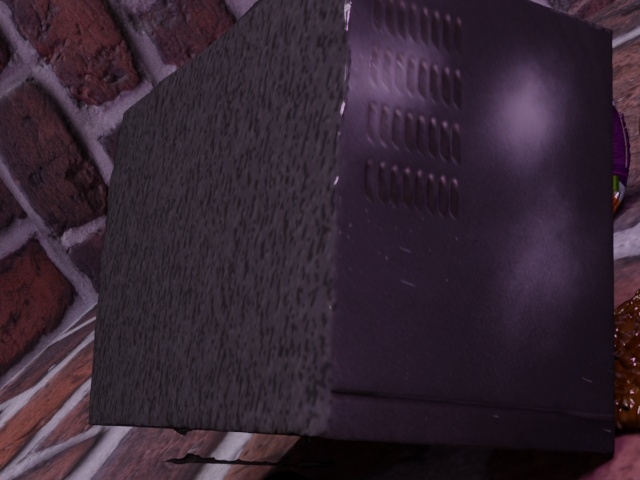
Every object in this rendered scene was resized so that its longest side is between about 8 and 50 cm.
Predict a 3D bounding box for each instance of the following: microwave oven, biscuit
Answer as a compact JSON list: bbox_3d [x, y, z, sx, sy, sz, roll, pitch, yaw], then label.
[{"bbox_3d":[0.000,0.000,0.779,0.236,0.374,0.432,11,-14,-29],"label":"microwave oven"},{"bbox_3d":[0.239,0.080,0.698,0.126,0.025,0.206,-29,11,26],"label":"biscuit"}]

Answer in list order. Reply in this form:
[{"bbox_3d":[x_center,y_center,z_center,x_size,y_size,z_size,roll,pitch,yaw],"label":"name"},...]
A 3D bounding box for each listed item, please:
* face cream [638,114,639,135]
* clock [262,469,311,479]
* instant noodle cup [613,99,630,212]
[{"bbox_3d":[0.480,-0.197,1.011,0.348,0.105,0.105,-38,12,-26],"label":"face cream"},{"bbox_3d":[-0.081,0.279,0.696,0.273,0.049,0.279,-38,12,-21],"label":"clock"},{"bbox_3d":[0.190,-0.088,1.077,0.251,0.251,0.190,-36,2,-14],"label":"instant noodle cup"}]
